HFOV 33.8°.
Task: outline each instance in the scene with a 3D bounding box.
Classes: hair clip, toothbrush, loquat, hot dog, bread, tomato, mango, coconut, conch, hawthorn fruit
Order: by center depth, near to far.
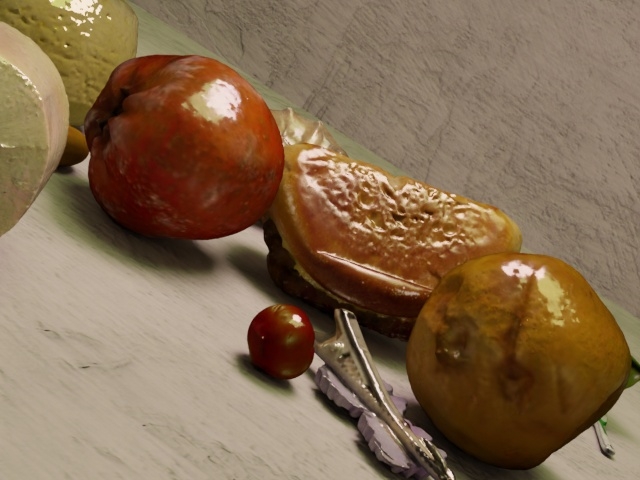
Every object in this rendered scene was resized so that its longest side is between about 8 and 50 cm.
[{"bbox_3d":[-0.366,-0.105,1.008,0.239,0.239,0.244,29,13,-7],"label":"coconut"},{"bbox_3d":[-0.048,0.115,1.203,0.075,0.087,0.087,-7,29,-22],"label":"tomato"},{"bbox_3d":[0.068,0.186,1.208,0.106,0.084,0.292,26,17,-41],"label":"hair clip"},{"bbox_3d":[0.247,0.142,1.323,0.276,0.276,0.284,37,24,30],"label":"loquat"},{"bbox_3d":[-0.184,-0.129,1.417,0.284,0.284,0.284,29,12,-7],"label":"hawthorn fruit"},{"bbox_3d":[-0.377,-0.140,1.502,0.080,0.060,0.114,39,11,24],"label":"mango"},{"bbox_3d":[0.085,0.023,1.548,0.405,0.223,0.185,18,-25,-5],"label":"hot dog"},{"bbox_3d":[-0.451,-0.321,1.685,0.321,0.237,0.320,26,-2,1],"label":"bread"},{"bbox_3d":[0.475,0.302,1.789,0.030,0.030,0.304,31,12,3],"label":"toothbrush"},{"bbox_3d":[-0.060,-0.142,1.868,0.263,0.186,0.324,8,6,12],"label":"conch"}]

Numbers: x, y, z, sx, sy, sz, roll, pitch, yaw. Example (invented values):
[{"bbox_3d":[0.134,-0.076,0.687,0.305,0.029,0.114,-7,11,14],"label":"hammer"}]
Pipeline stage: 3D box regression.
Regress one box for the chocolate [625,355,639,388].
[{"bbox_3d":[0.373,0.136,1.850,0.289,0.137,0.301,40,5,-29],"label":"chocolate"}]
